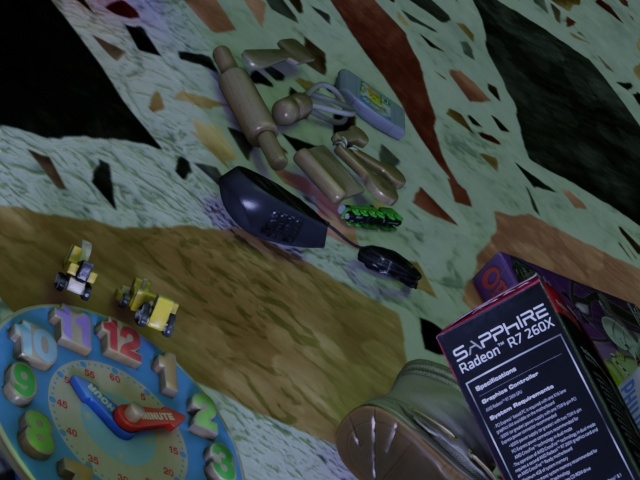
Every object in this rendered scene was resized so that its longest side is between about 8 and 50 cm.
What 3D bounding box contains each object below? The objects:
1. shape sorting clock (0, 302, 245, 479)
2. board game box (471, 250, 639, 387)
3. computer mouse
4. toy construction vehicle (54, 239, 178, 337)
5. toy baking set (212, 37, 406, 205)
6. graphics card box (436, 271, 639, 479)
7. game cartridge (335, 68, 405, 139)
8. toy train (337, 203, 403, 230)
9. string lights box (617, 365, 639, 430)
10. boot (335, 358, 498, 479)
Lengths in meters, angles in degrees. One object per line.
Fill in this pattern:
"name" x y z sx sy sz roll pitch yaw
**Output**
"shape sorting clock" -0.130 0.121 1.285 0.206 0.040 0.206 33 26 -18
"board game box" 0.282 0.167 1.813 0.208 0.056 0.347 15 35 -37
"computer mouse" 0.000 0.000 1.692 0.242 0.041 0.071 28 11 -39
"toy construction vehicle" -0.141 0.030 1.391 0.086 0.035 0.098 22 3 -11
"toy baking set" -0.017 -0.113 1.853 0.196 0.030 0.256 18 32 -46
"graphics card box" 0.217 0.225 1.381 0.371 0.094 0.233 64 8 22
"game cartridge" 0.052 -0.137 2.007 0.083 0.017 0.056 33 29 -18
"toy train" 0.045 -0.023 1.808 0.083 0.017 0.024 6 32 -52
"string lights box" 0.348 0.229 1.663 0.259 0.077 0.133 34 25 -17
"boot" 0.119 0.185 1.509 0.213 0.077 0.165 44 22 5
